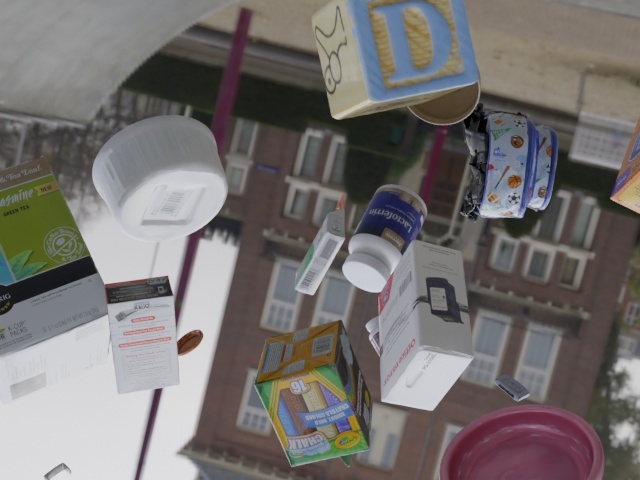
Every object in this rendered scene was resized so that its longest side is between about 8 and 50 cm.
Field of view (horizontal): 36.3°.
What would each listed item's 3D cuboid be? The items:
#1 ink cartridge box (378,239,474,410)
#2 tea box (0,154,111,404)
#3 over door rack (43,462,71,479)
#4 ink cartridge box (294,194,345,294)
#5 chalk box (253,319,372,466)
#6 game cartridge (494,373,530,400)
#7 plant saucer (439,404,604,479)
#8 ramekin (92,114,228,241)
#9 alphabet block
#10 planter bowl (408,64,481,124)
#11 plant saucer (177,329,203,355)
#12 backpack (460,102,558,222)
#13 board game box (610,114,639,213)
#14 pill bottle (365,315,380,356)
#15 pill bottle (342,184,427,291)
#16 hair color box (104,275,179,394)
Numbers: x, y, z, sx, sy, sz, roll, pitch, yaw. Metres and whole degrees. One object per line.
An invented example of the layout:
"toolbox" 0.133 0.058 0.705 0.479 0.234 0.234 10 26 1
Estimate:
"ink cartridge box" 0.176 0.147 1.685 0.100 0.172 0.237 14 -135 -13
"tea box" -0.540 0.080 1.772 0.220 0.323 0.329 -23 166 -23
"over door rack" -0.507 0.661 2.032 0.108 0.239 0.324 -17 -147 -28
"ink cartridge box" 0.000 0.000 2.367 0.056 0.181 0.224 21 -151 -13
"chalk box" 0.001 0.347 2.067 0.179 0.289 0.180 -14 -156 13
"game cartridge" 0.486 0.372 2.475 0.056 0.017 0.083 -16 -137 -40
"plant saucer" 0.410 0.472 1.983 0.332 0.084 0.332 -16 -151 9
"ramekin" -0.331 -0.121 2.074 0.277 0.277 0.135 7 -135 -43
"alphabet block" 0.116 -0.313 1.583 0.193 0.192 0.197 -11 -177 -17
"planter bowl" 0.253 -0.332 1.990 0.162 0.162 0.109 15 -143 10
"plant saucer" -0.311 0.244 2.310 0.013 0.083 0.083 55 167 -25
"backpack" 0.409 -0.160 2.145 0.213 0.276 0.263 1 -170 11
"board game box" 0.868 -0.219 1.974 0.356 0.356 0.356 26 154 1
"pill bottle" 0.198 0.300 2.885 0.086 0.086 0.152 4 -131 -53
"pill bottle" 0.165 -0.005 2.553 0.153 0.264 0.153 20 149 13
"hair color box" -0.254 0.137 1.402 0.093 0.167 0.053 -7 -144 -14
